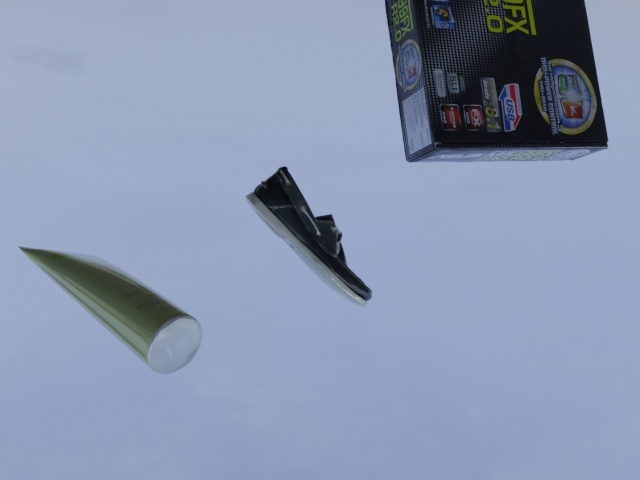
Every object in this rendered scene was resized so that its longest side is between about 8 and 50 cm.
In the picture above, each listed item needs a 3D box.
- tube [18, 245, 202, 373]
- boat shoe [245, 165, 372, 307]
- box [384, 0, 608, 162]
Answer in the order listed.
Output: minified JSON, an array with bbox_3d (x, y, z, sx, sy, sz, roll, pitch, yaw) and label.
[{"bbox_3d":[-0.214,0.053,0.773,0.062,0.070,0.240,-42,-135,-23],"label":"tube"},{"bbox_3d":[0.000,0.000,1.061,0.079,0.233,0.084,-45,-167,-10],"label":"boat shoe"},{"bbox_3d":[0.177,-0.217,0.787,0.216,0.270,0.060,-3,172,-24],"label":"box"}]
